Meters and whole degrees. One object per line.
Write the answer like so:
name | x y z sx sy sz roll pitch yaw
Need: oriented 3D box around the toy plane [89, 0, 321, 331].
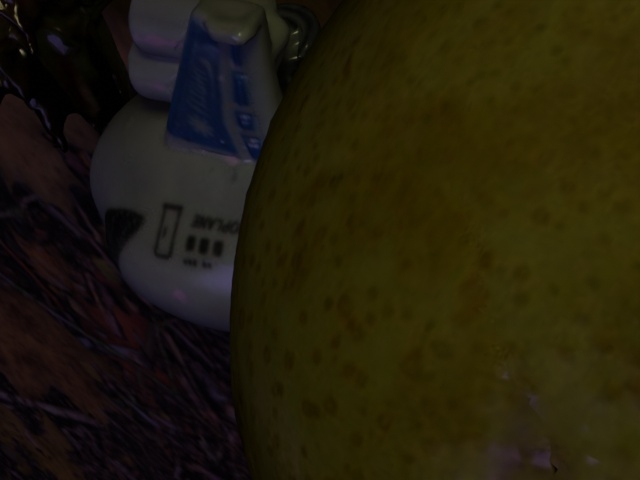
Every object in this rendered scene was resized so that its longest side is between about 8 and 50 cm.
toy plane | 0.003 -0.004 0.854 0.267 0.122 0.267 31 151 19

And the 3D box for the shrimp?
shrimp | -0.130 -0.174 0.856 0.178 0.075 0.289 -7 112 50

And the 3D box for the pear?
pear | 0.113 0.013 0.580 0.304 0.304 0.304 30 148 21
